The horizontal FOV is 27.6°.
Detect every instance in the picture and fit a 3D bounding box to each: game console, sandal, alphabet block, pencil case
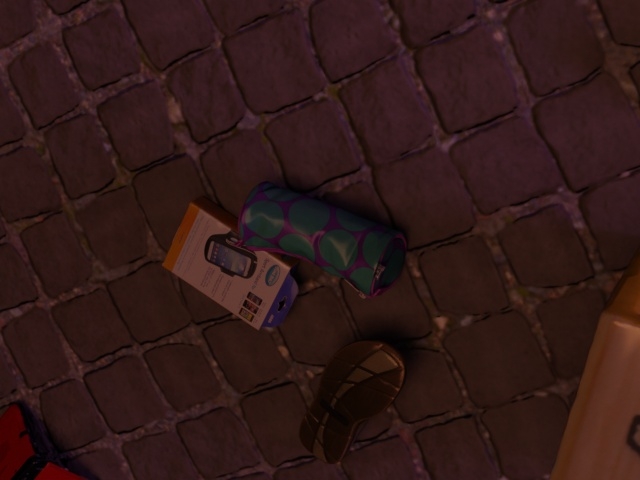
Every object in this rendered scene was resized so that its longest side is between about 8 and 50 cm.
[{"bbox_3d":[-0.332,0.273,1.485,0.144,0.085,0.124,-48,54,29],"label":"game console"},{"bbox_3d":[0.033,0.150,1.258,0.072,0.049,0.180,41,134,13],"label":"sandal"},{"bbox_3d":[0.308,0.141,1.044,0.193,0.192,0.197,19,114,16],"label":"alphabet block"},{"bbox_3d":[0.000,0.000,1.207,0.151,0.064,0.070,22,91,17],"label":"pencil case"}]

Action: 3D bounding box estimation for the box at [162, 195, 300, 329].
[{"bbox_3d":[-0.082,0.026,1.276,0.136,0.028,0.081,33,118,9],"label":"box"}]
